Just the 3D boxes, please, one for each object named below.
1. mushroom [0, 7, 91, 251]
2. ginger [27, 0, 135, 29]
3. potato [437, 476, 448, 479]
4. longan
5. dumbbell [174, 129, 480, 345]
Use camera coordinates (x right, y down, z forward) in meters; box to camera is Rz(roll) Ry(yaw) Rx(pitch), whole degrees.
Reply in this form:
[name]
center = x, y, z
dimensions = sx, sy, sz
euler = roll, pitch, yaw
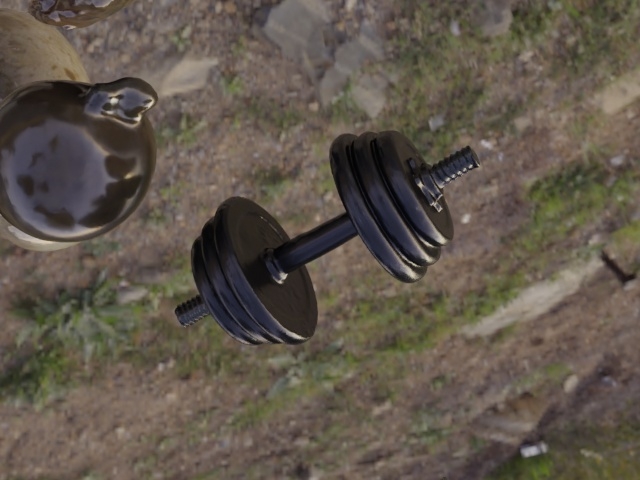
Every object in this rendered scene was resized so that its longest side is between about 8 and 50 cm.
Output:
[mushroom]
center = -0.314, -0.109, 1.068
dimensions = 0.195, 0.253, 0.189
euler = -22, 176, -7
[ginger]
center = -0.145, -0.196, 0.643
dimensions = 0.122, 0.084, 0.290
euler = -38, 173, -13
[potato]
center = 0.065, 0.208, 0.657
dimensions = 0.061, 0.122, 0.086
euler = 35, 116, 6
[longan]
center = -0.145, -0.053, 0.639
dimensions = 0.106, 0.106, 0.119
euler = 31, 119, -33
[dumbbell]
center = 0.000, 0.000, 0.636
dimensions = 0.209, 0.099, 0.099
euler = -29, 132, 19
